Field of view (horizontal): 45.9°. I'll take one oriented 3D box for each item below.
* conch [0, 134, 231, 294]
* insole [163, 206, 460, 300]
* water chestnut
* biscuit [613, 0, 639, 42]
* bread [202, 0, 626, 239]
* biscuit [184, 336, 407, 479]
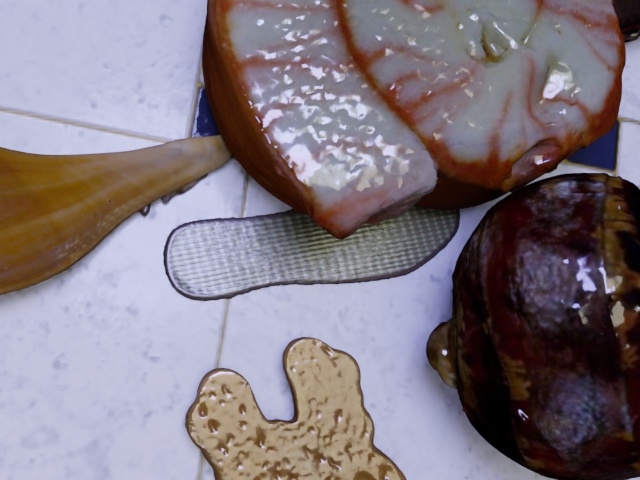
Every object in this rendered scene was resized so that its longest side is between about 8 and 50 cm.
[{"bbox_3d":[-0.210,-0.029,0.526,0.330,0.093,0.109,-19,70,-17],"label":"conch"},{"bbox_3d":[0.000,0.000,0.615,0.253,0.005,0.086,-12,85,-14],"label":"insole"},{"bbox_3d":[0.204,0.055,0.546,0.224,0.238,0.223,23,62,-52],"label":"water chestnut"},{"bbox_3d":[0.235,-0.297,0.676,0.106,0.070,0.252,-20,88,-15],"label":"biscuit"},{"bbox_3d":[0.070,-0.166,0.590,0.328,0.114,0.295,-16,82,-17],"label":"bread"},{"bbox_3d":[-0.004,0.195,0.574,0.144,0.040,0.236,-21,89,-8],"label":"biscuit"}]
